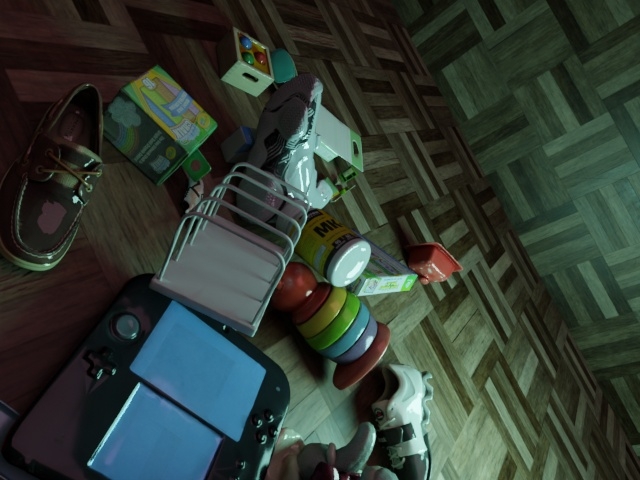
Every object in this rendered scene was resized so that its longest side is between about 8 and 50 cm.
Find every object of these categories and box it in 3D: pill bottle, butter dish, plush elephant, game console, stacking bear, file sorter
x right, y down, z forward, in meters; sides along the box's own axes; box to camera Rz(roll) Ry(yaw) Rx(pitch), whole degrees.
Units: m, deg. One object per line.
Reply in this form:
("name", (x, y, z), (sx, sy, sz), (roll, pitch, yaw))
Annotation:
("pill bottle", (0.000, 0.000, 1.009), (0.208, 0.119, 0.119), (38, 23, 34))
("butter dish", (0.363, 0.093, 1.513), (0.160, 0.160, 0.118), (41, 63, -24))
("plush elephant", (0.039, 0.450, 0.799), (0.272, 0.330, 0.255), (41, 17, -26))
("game console", (-0.225, 0.271, 0.733), (0.386, 0.060, 0.342), (44, 35, -20))
("stacking bear", (0.003, 0.164, 1.015), (0.289, 0.164, 0.175), (43, 31, -12))
("file sorter", (-0.143, -0.005, 0.836), (0.193, 0.173, 0.277), (28, 28, -6))

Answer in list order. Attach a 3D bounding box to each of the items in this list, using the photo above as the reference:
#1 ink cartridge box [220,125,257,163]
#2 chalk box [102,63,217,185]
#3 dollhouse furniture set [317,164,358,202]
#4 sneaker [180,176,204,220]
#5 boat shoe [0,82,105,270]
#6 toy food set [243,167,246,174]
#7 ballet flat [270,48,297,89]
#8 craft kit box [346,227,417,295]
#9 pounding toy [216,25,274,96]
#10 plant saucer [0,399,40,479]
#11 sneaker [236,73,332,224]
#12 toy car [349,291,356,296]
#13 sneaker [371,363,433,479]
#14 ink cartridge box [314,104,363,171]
("ink cartridge box", (-0.171, -0.232, 1.122), (0.122, 0.088, 0.052), (-7, 70, -52))
("chalk box", (-0.309, -0.214, 0.910), (0.213, 0.132, 0.132), (45, 40, -20))
("dollhouse furniture set", (0.062, -0.180, 1.389), (0.076, 0.059, 0.152), (56, 37, -6))
("sneaker", (-0.272, -0.094, 0.954), (0.044, 0.040, 0.109), (9, 55, -36))
("boat shoe", (-0.417, -0.120, 0.727), (0.123, 0.123, 0.342), (28, 47, -36))
("toy food set", (-0.157, -0.154, 1.144), (0.083, 0.020, 0.082), (54, 37, -8))
("ballet flat", (-0.102, -0.463, 1.374), (0.086, 0.086, 0.248), (3, 65, -49))
("craft kit box", (0.089, 0.045, 1.161), (0.250, 0.061, 0.247), (38, 19, 35))
("pounding toy", (-0.195, -0.529, 1.288), (0.181, 0.094, 0.206), (13, 58, -45))
("plant saucer", (-0.400, 0.264, 0.581), (0.192, 0.018, 0.067), (47, 38, -16))
("sneaker", (-0.057, -0.199, 1.095), (0.210, 0.137, 0.365), (15, 98, -55))
("toy car", (0.068, 0.104, 1.213), (0.040, 0.060, 0.122), (-40, 92, -21))
("sneaker", (0.180, 0.454, 1.078), (0.146, 0.122, 0.330), (24, 49, -16))
("ink cartridge box", (0.041, -0.329, 1.468), (0.235, 0.056, 0.171), (31, 46, -38))
